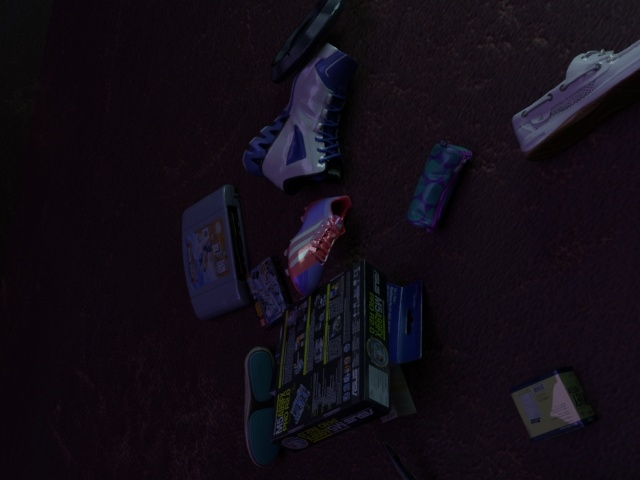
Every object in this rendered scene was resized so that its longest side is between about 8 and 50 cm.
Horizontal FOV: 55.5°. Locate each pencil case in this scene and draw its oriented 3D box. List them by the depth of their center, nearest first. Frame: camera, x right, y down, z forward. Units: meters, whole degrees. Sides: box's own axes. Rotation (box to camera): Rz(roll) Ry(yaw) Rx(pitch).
[{"bbox_3d":[0.201,-0.092,1.038,0.070,0.065,0.151,43,116,56],"label":"pencil case"}]

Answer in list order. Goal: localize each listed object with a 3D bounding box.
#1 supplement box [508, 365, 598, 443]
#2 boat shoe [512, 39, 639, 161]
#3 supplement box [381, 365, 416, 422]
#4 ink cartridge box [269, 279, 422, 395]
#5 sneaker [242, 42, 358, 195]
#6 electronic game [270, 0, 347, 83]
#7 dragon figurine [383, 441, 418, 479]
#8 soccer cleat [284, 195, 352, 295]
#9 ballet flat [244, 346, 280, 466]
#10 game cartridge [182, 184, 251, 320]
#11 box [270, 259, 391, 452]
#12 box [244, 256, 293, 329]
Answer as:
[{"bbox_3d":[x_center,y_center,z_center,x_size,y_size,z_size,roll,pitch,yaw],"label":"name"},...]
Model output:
[{"bbox_3d":[0.336,0.238,0.880,0.083,0.056,0.083,-37,61,35],"label":"supplement box"},{"bbox_3d":[0.385,-0.225,0.852,0.277,0.098,0.096,-37,62,36],"label":"boat shoe"},{"bbox_3d":[0.124,0.266,1.076,0.036,0.062,0.098,-35,62,35],"label":"supplement box"},{"bbox_3d":[0.040,0.180,1.122,0.333,0.065,0.165,-30,38,37],"label":"ink cartridge box"},{"bbox_3d":[-0.001,-0.212,1.220,0.182,0.127,0.315,45,109,21],"label":"sneaker"},{"bbox_3d":[-0.024,-0.411,1.229,0.229,0.048,0.229,-45,21,22],"label":"electronic game"},{"bbox_3d":[0.193,0.457,0.973,0.144,0.085,0.288,-20,77,39],"label":"dragon figurine"},{"bbox_3d":[0.000,0.000,1.142,0.095,0.083,0.248,-20,32,26],"label":"soccer cleat"},{"bbox_3d":[-0.129,0.354,1.310,0.086,0.086,0.248,-10,78,43],"label":"ballet flat"},{"bbox_3d":[-0.258,0.036,1.475,0.198,0.062,0.297,-23,70,36],"label":"game cartridge"},{"bbox_3d":[0.017,0.190,1.020,0.216,0.060,0.270,-36,35,34],"label":"box"},{"bbox_3d":[-0.113,0.117,1.343,0.094,0.027,0.136,-37,62,34],"label":"box"}]
